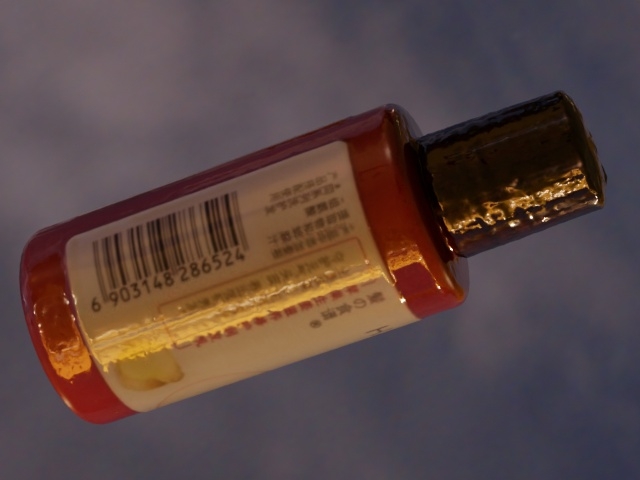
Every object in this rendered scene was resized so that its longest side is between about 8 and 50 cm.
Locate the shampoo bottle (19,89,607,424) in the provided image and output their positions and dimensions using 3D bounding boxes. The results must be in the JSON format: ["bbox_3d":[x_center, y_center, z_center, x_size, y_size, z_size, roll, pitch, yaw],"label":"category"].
[{"bbox_3d":[0.000,0.000,0.941,0.104,0.278,0.104,-19,-90,-77],"label":"shampoo bottle"}]
